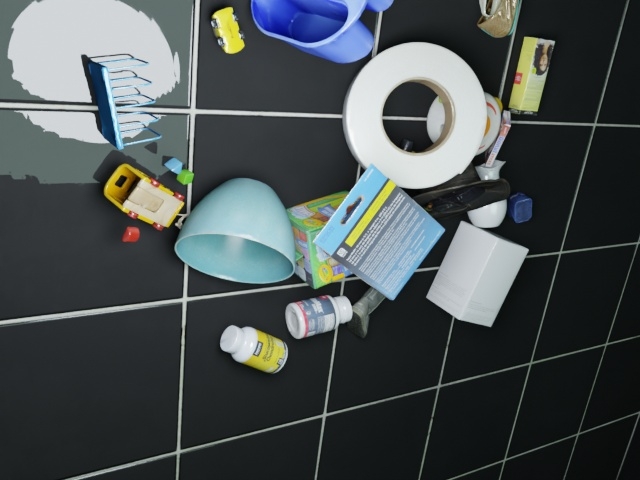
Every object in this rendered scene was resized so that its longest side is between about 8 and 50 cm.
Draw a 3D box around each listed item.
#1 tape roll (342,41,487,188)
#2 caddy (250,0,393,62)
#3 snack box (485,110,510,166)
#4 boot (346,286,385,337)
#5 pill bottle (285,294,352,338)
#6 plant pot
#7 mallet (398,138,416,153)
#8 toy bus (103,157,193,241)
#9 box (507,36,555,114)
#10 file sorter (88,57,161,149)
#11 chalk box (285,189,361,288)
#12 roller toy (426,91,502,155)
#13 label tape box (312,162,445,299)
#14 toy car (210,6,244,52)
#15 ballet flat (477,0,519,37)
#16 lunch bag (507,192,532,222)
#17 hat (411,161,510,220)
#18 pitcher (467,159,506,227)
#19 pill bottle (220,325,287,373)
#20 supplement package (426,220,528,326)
[{"bbox_3d":[0.255,-0.332,1.633,0.392,0.072,0.391,-1,98,-8],"label":"tape roll"},{"bbox_3d":[-0.008,-0.539,1.331,0.179,0.341,0.241,15,102,-53],"label":"caddy"},{"bbox_3d":[0.538,-0.307,1.840,0.022,0.064,0.178,12,143,1],"label":"snack box"},{"bbox_3d":[0.171,0.192,1.913,0.208,0.076,0.189,-51,161,-28],"label":"boot"},{"bbox_3d":[-0.003,0.220,1.793,0.180,0.108,0.107,-11,116,-28],"label":"pill bottle"},{"bbox_3d":[-0.192,-0.038,1.490,0.290,0.290,0.195,29,59,-37],"label":"plant pot"},{"bbox_3d":[0.299,-0.242,1.822,0.190,0.039,0.062,25,95,-40],"label":"mallet"},{"bbox_3d":[-0.405,-0.101,1.409,0.191,0.104,0.202,-31,146,-41],"label":"toy bus"},{"bbox_3d":[0.663,-0.517,1.907,0.087,0.058,0.232,-5,114,-30],"label":"box"},{"bbox_3d":[-0.419,-0.300,1.307,0.105,0.118,0.170,-17,119,-28],"label":"file sorter"},{"bbox_3d":[0.000,0.000,1.654,0.289,0.180,0.179,-19,119,-25],"label":"chalk box"},{"bbox_3d":[0.428,-0.349,1.782,0.209,0.146,0.191,8,106,-34],"label":"roller toy"},{"bbox_3d":[0.133,-0.028,1.546,0.334,0.106,0.240,37,90,-37],"label":"label tape box"},{"bbox_3d":[-0.255,-0.555,1.334,0.225,0.053,0.239,5,107,-33],"label":"toy car"},{"bbox_3d":[0.514,-0.752,1.698,0.124,0.116,0.342,5,113,-13],"label":"ballet flat"},{"bbox_3d":[0.686,-0.119,2.092,0.067,0.065,0.098,-12,119,-9],"label":"lunch bag"},{"bbox_3d":[0.393,-0.165,1.814,0.331,0.331,0.133,3,70,-32],"label":"hat"},{"bbox_3d":[0.512,-0.148,1.950,0.178,0.125,0.207,-6,104,-11],"label":"pitcher"},{"bbox_3d":[-0.190,0.306,1.719,0.184,0.103,0.103,30,93,-37],"label":"pill bottle"},{"bbox_3d":[0.523,0.112,2.022,0.175,0.177,0.292,16,102,-35],"label":"supplement package"}]
